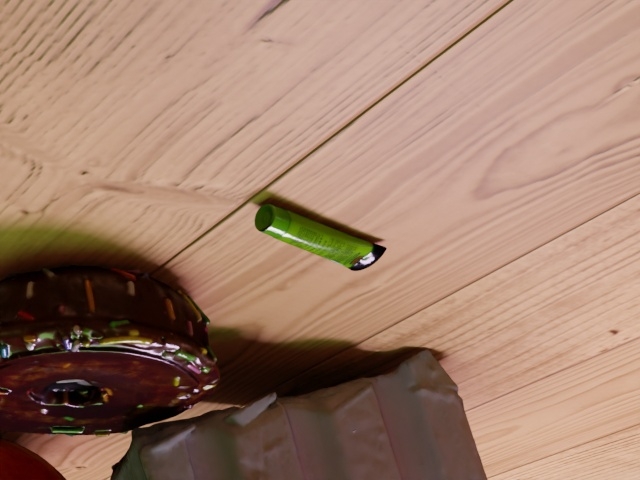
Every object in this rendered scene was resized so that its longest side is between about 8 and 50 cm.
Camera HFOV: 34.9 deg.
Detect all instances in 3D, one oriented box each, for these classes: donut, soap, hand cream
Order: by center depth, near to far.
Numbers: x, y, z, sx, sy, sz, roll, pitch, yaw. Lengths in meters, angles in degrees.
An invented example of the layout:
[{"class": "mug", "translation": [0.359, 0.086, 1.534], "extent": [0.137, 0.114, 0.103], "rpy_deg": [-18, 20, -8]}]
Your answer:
[{"class": "hand cream", "translation": [0.000, 0.000, 0.785], "extent": [0.036, 0.023, 0.122], "rpy_deg": [-38, 140, 29]}, {"class": "donut", "translation": [-0.201, 0.094, 0.857], "extent": [0.235, 0.089, 0.235], "rpy_deg": [-4, 152, -2]}, {"class": "soap", "translation": [0.013, 0.365, 0.978], "extent": [0.350, 0.435, 0.213], "rpy_deg": [-10, 162, -32]}]

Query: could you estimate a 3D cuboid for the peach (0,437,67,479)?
[{"class": "peach", "translation": [-0.419, 0.357, 1.064], "extent": [0.370, 0.370, 0.370], "rpy_deg": [-4, 151, -2]}]
